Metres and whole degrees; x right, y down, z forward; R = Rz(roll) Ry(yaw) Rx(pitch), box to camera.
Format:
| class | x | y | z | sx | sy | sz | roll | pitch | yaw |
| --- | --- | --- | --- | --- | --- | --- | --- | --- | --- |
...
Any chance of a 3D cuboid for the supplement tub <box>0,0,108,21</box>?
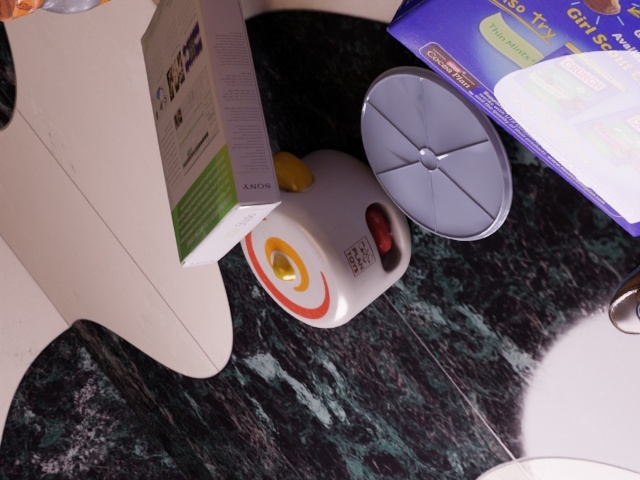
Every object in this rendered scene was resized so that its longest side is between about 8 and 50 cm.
| class | x | y | z | sx | sy | sz | roll | pitch | yaw |
| --- | --- | --- | --- | --- | --- | --- | --- | --- | --- |
| supplement tub | -0.196 | -0.338 | 0.853 | 0.193 | 0.316 | 0.194 | 35 | 145 | 29 |

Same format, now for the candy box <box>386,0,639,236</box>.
| class | x | y | z | sx | sy | sz | roll | pitch | yaw |
| --- | --- | --- | --- | --- | --- | --- | --- | --- | --- |
| candy box | 0.242 | -0.143 | 0.552 | 0.268 | 0.122 | 0.317 | 36 | 156 | -19 |

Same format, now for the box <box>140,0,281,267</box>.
| class | x | y | z | sx | sy | sz | roll | pitch | yaw |
| --- | --- | --- | --- | --- | --- | --- | --- | --- | --- |
| box | -0.140 | -0.154 | 1.085 | 0.232 | 0.058 | 0.322 | -36 | 61 | 60 |

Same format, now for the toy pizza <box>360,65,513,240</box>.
| class | x | y | z | sx | sy | sz | roll | pitch | yaw |
| --- | --- | --- | --- | --- | --- | --- | --- | --- | --- |
| toy pizza | 0.122 | -0.091 | 0.947 | 0.201 | 0.032 | 0.201 | 35 | 145 | 30 |

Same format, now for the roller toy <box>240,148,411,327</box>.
| class | x | y | z | sx | sy | sz | roll | pitch | yaw |
| --- | --- | --- | --- | --- | --- | --- | --- | --- | --- |
| roller toy | 0.000 | 0.000 | 1.094 | 0.191 | 0.146 | 0.209 | 43 | 148 | 16 |

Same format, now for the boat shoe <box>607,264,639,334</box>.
| class | x | y | z | sx | sy | sz | roll | pitch | yaw |
| --- | --- | --- | --- | --- | --- | --- | --- | --- | --- |
| boat shoe | 0.310 | 0.051 | 0.797 | 0.066 | 0.066 | 0.183 | 52 | 150 | 4 |
